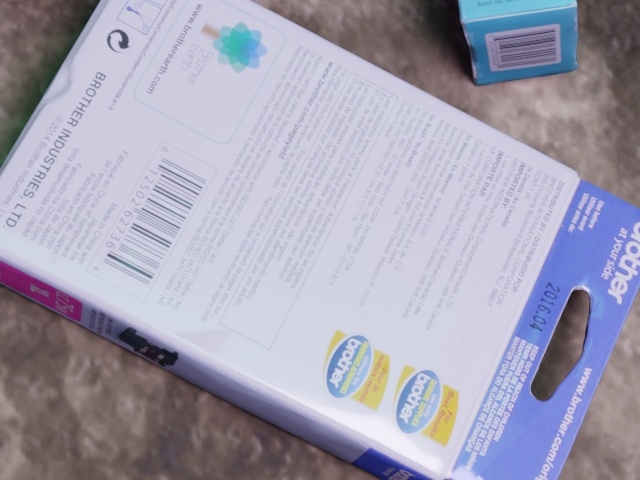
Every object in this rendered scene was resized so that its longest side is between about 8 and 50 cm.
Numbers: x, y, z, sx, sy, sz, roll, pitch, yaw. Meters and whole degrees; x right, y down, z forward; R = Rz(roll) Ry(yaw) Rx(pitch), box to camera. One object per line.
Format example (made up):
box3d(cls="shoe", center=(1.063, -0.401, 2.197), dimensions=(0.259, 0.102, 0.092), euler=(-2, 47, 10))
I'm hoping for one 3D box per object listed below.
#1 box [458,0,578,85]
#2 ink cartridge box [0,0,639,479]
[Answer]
box3d(cls="box", center=(0.096, -0.217, 0.822), dimensions=(0.060, 0.100, 0.244), euler=(-7, 76, 8))
box3d(cls="ink cartridge box", center=(0.000, 0.000, 0.762), dimensions=(0.311, 0.065, 0.185), euler=(27, 68, 1))
